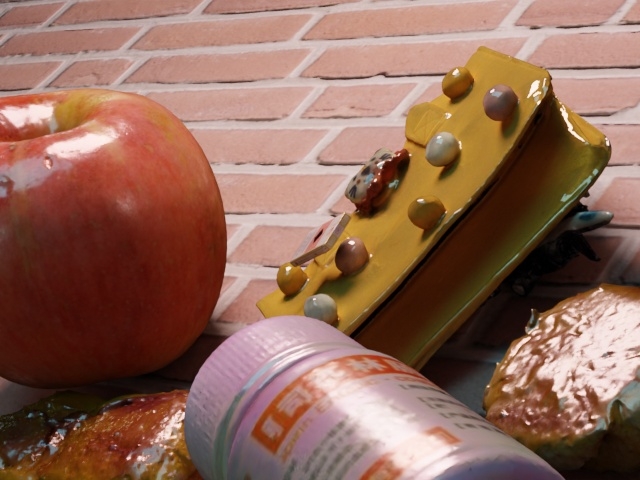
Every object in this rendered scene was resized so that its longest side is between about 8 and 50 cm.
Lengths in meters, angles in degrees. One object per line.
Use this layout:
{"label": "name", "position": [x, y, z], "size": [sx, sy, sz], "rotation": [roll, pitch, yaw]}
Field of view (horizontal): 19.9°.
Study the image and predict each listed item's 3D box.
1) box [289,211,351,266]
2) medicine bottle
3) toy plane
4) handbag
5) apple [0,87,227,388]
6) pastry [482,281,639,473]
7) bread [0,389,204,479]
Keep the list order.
{"label": "box", "position": [0.000, 0.000, 1.894], "size": [0.046, 0.012, 0.083], "rotation": [-57, 15, -27]}
{"label": "medicine bottle", "position": [0.043, 0.215, 1.577], "size": [0.219, 0.219, 0.388], "rotation": [-34, 28, -13]}
{"label": "toy plane", "position": [0.237, 0.005, 1.882], "size": [0.192, 0.088, 0.262], "rotation": [-43, 17, -22]}
{"label": "handbag", "position": [0.099, -0.021, 1.916], "size": [0.401, 0.133, 0.283], "rotation": [-49, 19, 4]}
{"label": "apple", "position": [-0.286, 0.002, 2.081], "size": [0.364, 0.364, 0.364], "rotation": [-21, 29, 12]}
{"label": "pastry", "position": [0.255, 0.128, 1.663], "size": [0.218, 0.100, 0.229], "rotation": [-15, 35, 30]}
{"label": "bread", "position": [-0.247, 0.225, 1.930], "size": [0.380, 0.109, 0.185], "rotation": [-2, 38, 42]}
